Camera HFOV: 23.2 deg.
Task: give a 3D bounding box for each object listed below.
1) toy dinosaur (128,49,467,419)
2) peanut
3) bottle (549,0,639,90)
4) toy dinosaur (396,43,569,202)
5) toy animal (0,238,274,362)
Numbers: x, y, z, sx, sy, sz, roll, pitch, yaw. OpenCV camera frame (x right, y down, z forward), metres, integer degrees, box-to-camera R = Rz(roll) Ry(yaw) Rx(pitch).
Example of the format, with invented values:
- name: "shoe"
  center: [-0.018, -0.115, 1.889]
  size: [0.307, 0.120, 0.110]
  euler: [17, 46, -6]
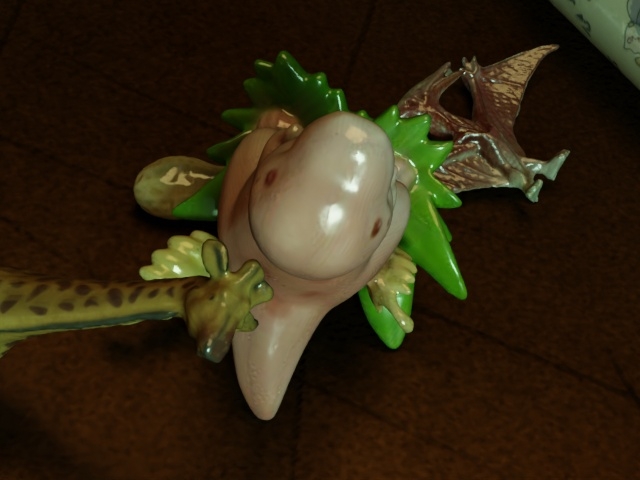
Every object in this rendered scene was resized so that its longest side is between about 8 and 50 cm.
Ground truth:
- name: "toy dinosaur"
  center: [0.006, 0.005, 0.725]
  size: [0.152, 0.194, 0.177]
  euler: [32, 31, -7]
- name: "peanut"
  center: [-0.058, -0.025, 0.836]
  size: [0.083, 0.037, 0.037]
  euler: [12, 46, -9]
- name: "bottle"
  center: [0.200, -0.170, 0.980]
  size: [0.110, 0.110, 0.233]
  euler: [-21, 56, -29]
- name: "toy dinosaur"
  center: [0.084, -0.057, 0.902]
  size: [0.108, 0.032, 0.220]
  euler: [35, 52, 15]
- name: "toy animal"
  center: [-0.157, 0.045, 0.671]
  size: [0.275, 0.054, 0.149]
  euler: [-18, 29, -1]
